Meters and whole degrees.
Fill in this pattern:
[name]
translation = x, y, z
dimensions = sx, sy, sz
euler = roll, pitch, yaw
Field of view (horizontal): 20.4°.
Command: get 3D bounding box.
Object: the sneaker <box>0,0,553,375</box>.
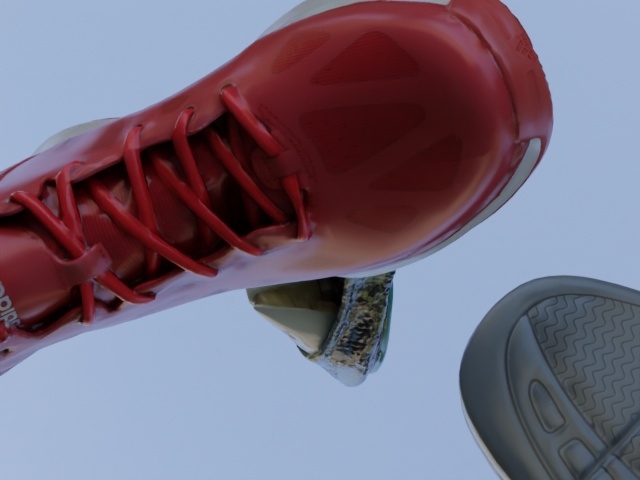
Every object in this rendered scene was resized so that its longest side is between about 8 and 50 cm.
[sneaker]
translation = -0.046, 0.002, 0.496
dimensions = 0.221, 0.128, 0.087
euler = -23, -81, 43

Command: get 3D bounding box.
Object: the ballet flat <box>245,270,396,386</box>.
[ballet flat]
translation = 0.000, 0.000, 0.684
dimensions = 0.070, 0.070, 0.188
euler = 42, -31, 20

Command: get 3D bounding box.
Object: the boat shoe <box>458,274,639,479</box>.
[boat shoe]
translation = 0.185, 0.138, 0.698
dimensions = 0.320, 0.118, 0.103
euler = 35, -22, 6
